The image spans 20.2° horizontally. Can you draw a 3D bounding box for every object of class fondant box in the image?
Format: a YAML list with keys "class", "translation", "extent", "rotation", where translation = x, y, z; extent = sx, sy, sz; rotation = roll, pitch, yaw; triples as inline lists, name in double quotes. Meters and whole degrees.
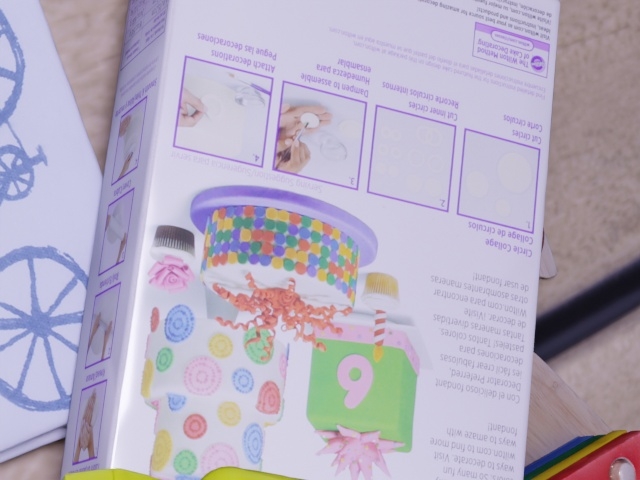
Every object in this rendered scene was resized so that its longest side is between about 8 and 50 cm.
- class: "fondant box"
  translation: [0.000, 0.000, 0.998]
  extent: [0.238, 0.096, 0.330]
  rotation: [13, 73, -23]

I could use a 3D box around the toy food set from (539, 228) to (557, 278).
- class: "toy food set"
  translation: [0.081, -0.015, 1.138]
  extent: [0.218, 0.071, 0.128]
  rotation: [-14, 91, -36]

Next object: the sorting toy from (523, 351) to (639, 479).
- class: "sorting toy"
  translation: [0.172, 0.243, 1.151]
  extent: [0.257, 0.089, 0.255]
  rotation: [44, 60, -22]

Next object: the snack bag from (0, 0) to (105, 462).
- class: "snack bag"
  translation: [-0.260, -0.011, 0.916]
  extent: [0.342, 0.037, 0.323]
  rotation: [-22, 95, -36]

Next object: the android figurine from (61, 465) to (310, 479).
- class: "android figurine"
  translation: [-0.073, 0.199, 0.911]
  extent: [0.273, 0.248, 0.056]
  rotation: [17, 35, -27]
